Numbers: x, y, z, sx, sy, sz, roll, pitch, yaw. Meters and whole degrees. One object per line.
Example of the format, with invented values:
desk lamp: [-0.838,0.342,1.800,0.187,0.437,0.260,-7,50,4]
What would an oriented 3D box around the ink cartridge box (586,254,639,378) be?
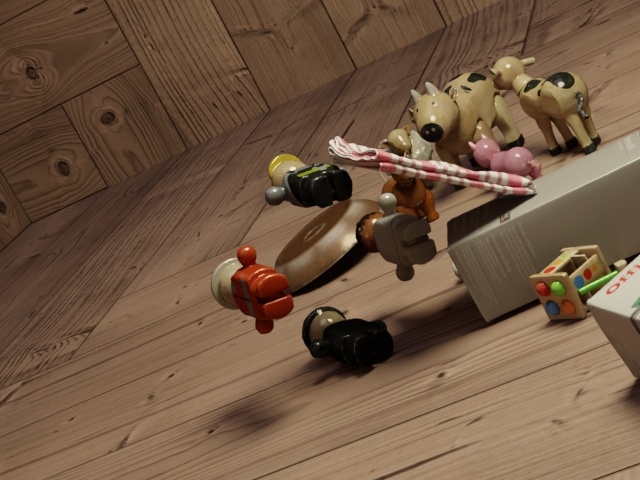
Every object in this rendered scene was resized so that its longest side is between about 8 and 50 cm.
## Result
ink cartridge box: [0.338,0.049,1.187,0.160,0.092,0.219,-40,16,-10]

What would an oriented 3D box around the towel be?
towel: [0.120,-0.079,1.601,0.197,0.029,0.144,9,4,-22]

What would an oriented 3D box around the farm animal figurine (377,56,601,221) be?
farm animal figurine: [0.216,-0.169,2.098,0.330,0.172,0.327,-25,14,12]

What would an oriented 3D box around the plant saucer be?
plant saucer: [0.000,0.000,2.110,0.198,0.036,0.198,-39,13,11]

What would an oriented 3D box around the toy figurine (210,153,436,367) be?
toy figurine: [0.004,0.024,1.673,0.148,0.213,0.209,12,77,64]

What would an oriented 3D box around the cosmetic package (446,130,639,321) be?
cosmetic package: [0.263,-0.017,1.597,0.238,0.107,0.127,-29,10,12]

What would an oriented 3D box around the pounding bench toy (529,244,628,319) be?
pounding bench toy: [0.262,0.044,1.480,0.065,0.052,0.083,-37,16,-31]

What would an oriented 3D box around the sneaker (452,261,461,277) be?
sneaker: [0.192,0.016,1.766,0.083,0.032,0.037,-38,16,-33]
